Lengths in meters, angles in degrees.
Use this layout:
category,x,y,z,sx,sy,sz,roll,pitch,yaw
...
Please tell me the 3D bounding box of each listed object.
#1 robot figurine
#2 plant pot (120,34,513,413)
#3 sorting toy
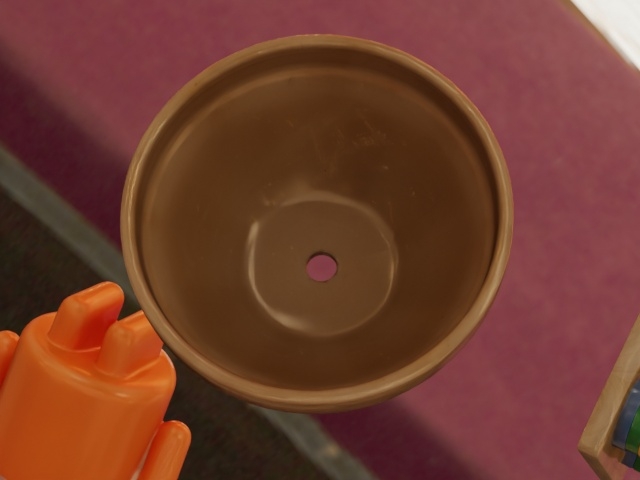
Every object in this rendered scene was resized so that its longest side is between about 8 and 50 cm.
category,x,y,z,sx,sy,sz,roll,pitch,yaw
robot figurine,-0.189,0.143,1.205,0.158,0.219,0.128,15,21,-22
plant pot,0.000,0.000,0.976,0.237,0.110,0.237,-1,70,3
sorting toy,0.392,0.153,1.730,0.089,0.257,0.255,24,82,21
